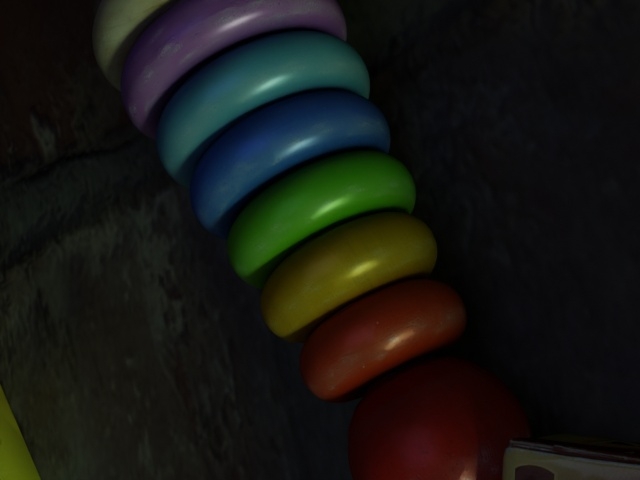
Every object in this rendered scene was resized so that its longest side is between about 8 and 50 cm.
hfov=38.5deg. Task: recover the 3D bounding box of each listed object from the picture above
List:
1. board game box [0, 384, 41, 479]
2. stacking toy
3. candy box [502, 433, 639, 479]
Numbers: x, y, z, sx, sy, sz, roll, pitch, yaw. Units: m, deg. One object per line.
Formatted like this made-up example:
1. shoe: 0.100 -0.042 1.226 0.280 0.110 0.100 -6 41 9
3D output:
1. board game box: -0.290 0.161 0.573 0.064 0.242 0.316 -43 63 19
2. stacking toy: 0.000 0.000 0.480 0.141 0.141 0.330 -34 71 25
3. candy box: 0.163 0.245 0.355 0.183 0.088 0.316 0 82 34
